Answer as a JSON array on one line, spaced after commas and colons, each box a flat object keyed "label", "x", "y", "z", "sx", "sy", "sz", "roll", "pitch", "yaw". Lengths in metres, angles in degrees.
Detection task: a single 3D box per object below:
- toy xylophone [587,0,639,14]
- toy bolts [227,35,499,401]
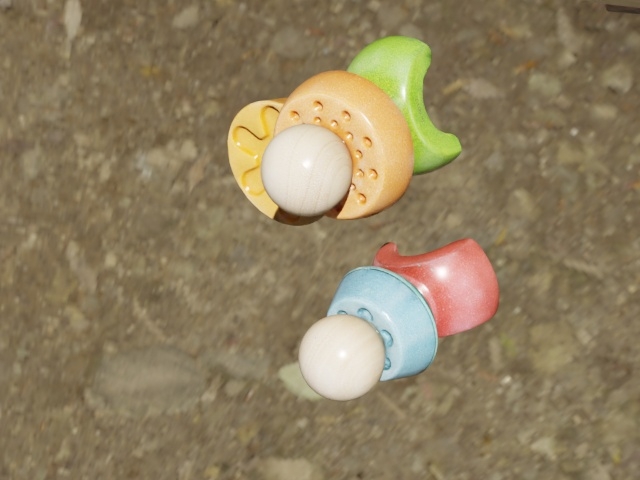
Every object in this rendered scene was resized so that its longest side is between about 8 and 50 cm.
[{"label": "toy xylophone", "x": 0.275, "y": -0.220, "z": 1.151, "sx": 0.322, "sy": 0.236, "sz": 0.081, "roll": 14, "pitch": 97, "yaw": 25}, {"label": "toy bolts", "x": 0.000, "y": 0.000, "z": 1.043, "sx": 0.158, "sy": 0.218, "sz": 0.228, "roll": -36, "pitch": 108, "yaw": -45}]
